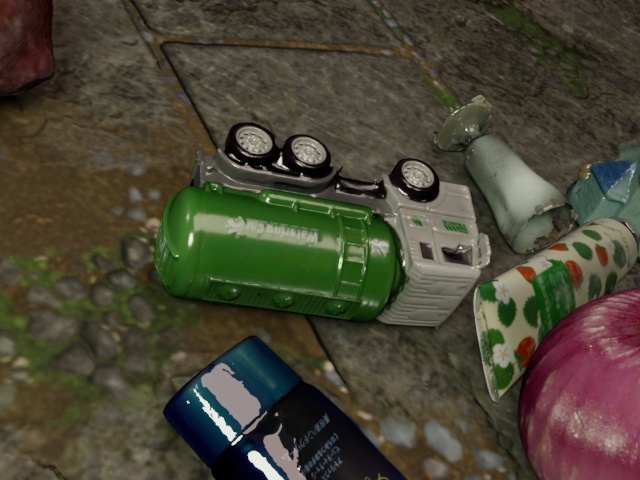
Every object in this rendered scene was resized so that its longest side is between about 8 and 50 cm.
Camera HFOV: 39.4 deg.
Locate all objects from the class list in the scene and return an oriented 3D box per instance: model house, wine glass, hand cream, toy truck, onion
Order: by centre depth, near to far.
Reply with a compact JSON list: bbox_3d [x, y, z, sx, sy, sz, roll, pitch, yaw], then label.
[{"bbox_3d":[0.025,0.175,0.534,0.270,0.061,0.120,45,37,9],"label":"hand cream"},{"bbox_3d":[0.230,0.117,0.618,0.201,0.200,0.207,32,60,5],"label":"onion"},{"bbox_3d":[0.000,0.000,0.666,0.243,0.101,0.125,8,48,-19],"label":"toy truck"},{"bbox_3d":[0.203,0.039,0.763,0.059,0.095,0.276,-1,18,40],"label":"hand cream"},{"bbox_3d":[0.174,-0.064,0.856,0.072,0.072,0.155,-3,47,-33],"label":"wine glass"},{"bbox_3d":[0.348,-0.062,0.894,0.148,0.148,0.119,19,39,-14],"label":"model house"}]

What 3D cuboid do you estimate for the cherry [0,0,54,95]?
[{"bbox_3d":[-0.319,-0.208,0.632,0.300,0.203,0.230,31,35,-19],"label":"cherry"}]
